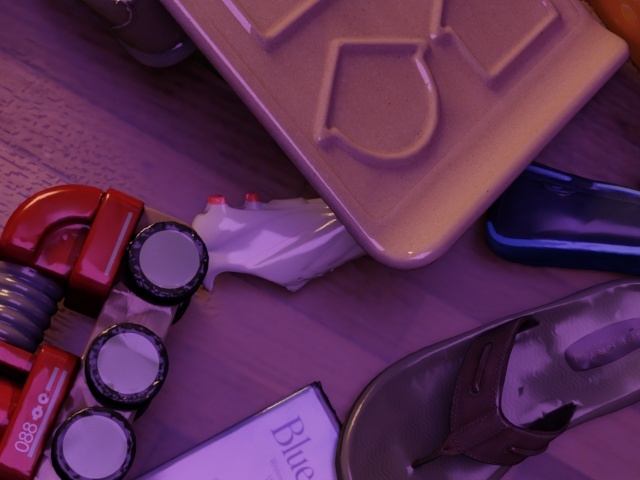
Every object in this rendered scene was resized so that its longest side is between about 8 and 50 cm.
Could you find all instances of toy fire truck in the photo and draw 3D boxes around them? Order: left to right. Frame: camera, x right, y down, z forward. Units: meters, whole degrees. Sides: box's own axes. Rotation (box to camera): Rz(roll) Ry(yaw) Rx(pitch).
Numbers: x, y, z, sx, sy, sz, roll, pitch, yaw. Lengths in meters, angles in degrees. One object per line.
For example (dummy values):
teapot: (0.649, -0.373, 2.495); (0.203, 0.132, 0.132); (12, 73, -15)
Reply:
toy fire truck: (-0.231, 0.059, 1.111); (0.246, 0.158, 0.217); (22, 72, -6)

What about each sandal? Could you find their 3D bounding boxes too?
sandal: (0.144, 0.109, 1.146); (0.303, 0.086, 0.120); (-29, 84, -9)

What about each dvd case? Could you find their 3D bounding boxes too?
dvd case: (-0.069, 0.242, 1.140); (0.253, 0.022, 0.180); (-28, 83, -9)

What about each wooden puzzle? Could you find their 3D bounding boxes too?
wooden puzzle: (0.028, -0.181, 1.136); (0.348, 0.080, 0.322); (48, 53, -2)

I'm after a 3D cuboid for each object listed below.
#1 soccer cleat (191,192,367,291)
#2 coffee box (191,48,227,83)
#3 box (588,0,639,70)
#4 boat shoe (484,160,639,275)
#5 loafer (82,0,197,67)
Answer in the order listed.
soccer cleat: (0.000, 0.000, 1.172); (0.196, 0.068, 0.076); (-3, 95, -3)
coffee box: (-0.046, -0.174, 1.206); (0.184, 0.040, 0.113); (36, 81, 2)
box: (0.302, -0.238, 1.155); (0.168, 0.215, 0.345); (-34, 83, -9)
boat shoe: (0.258, -0.023, 1.170); (0.258, 0.109, 0.089); (7, 76, -5)
loafer: (-0.178, -0.233, 1.158); (0.251, 0.087, 0.094); (41, 82, 24)
